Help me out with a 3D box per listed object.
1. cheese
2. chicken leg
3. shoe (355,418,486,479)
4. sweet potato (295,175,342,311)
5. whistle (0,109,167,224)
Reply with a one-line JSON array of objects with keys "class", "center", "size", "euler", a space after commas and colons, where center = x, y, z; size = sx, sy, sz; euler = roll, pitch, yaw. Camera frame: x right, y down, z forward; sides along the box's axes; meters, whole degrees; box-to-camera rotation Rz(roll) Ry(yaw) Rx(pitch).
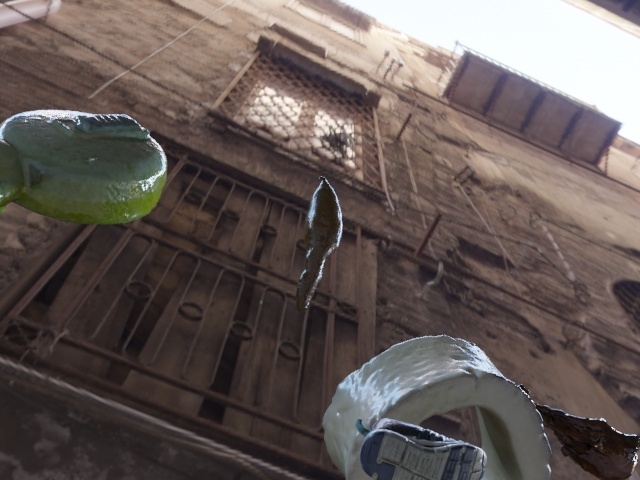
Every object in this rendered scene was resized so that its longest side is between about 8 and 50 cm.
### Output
[{"class": "cheese", "center": [0.178, 0.320, 1.070], "size": [0.292, 0.153, 0.332], "euler": [-29, -71, -4]}, {"class": "chicken leg", "center": [0.481, 0.371, 1.414], "size": [0.304, 0.093, 0.113], "euler": [28, -109, 5]}, {"class": "shoe", "center": [0.105, 0.224, 0.746], "size": [0.143, 0.071, 0.064], "euler": [15, -83, -11]}, {"class": "sweet potato", "center": [0.001, 0.002, 1.332], "size": [0.074, 0.075, 0.269], "euler": [12, -106, -3]}, {"class": "whistle", "center": [-0.177, -0.045, 0.405], "size": [0.104, 0.198, 0.057], "euler": [33, -65, 32]}]
